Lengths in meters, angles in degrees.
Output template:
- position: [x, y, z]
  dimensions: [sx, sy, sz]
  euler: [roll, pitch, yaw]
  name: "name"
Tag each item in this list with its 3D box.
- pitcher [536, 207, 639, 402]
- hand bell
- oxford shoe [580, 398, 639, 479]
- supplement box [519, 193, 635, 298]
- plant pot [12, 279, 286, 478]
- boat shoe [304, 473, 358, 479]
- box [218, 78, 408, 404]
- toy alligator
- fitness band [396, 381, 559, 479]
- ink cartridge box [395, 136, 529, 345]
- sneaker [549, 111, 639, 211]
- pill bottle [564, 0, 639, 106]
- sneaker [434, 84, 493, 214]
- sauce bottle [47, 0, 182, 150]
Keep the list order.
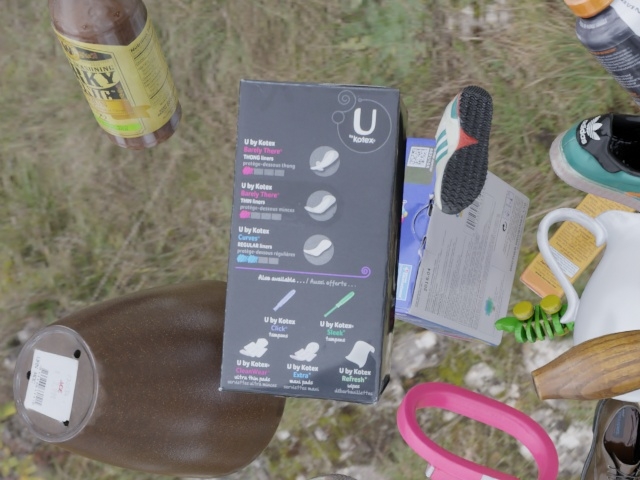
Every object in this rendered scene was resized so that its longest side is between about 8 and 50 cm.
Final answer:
- position: [0.320, 0.062, 1.175]
  dimensions: [0.178, 0.125, 0.207]
  euler: [7, 66, 13]
  name: "pitcher"
- position: [0.252, 0.059, 0.671]
  dimensions: [0.242, 0.126, 0.126]
  euler: [-15, 92, 6]
  name: "hand bell"
- position: [0.414, 0.330, 1.506]
  dimensions: [0.083, 0.096, 0.227]
  euler: [1, 90, 4]
  name: "oxford shoe"
- position: [0.423, -0.009, 1.716]
  dimensions: [0.080, 0.078, 0.233]
  euler: [38, 115, 11]
  name: "supplement box"
- position: [-0.185, 0.140, 1.069]
  dimensions: [0.215, 0.230, 0.215]
  euler: [-3, 83, 31]
  name: "plant pot"
- position: [-0.053, 0.255, 0.607]
  dimensions: [0.123, 0.116, 0.324]
  euler: [45, 127, 19]
  name: "boat shoe"
- position: [0.000, 0.000, 0.976]
  dimensions: [0.143, 0.165, 0.270]
  euler: [4, 91, 7]
  name: "box"
- position: [0.332, 0.109, 1.475]
  dimensions: [0.189, 0.051, 0.056]
  euler: [-15, 126, 21]
  name: "toy alligator"
- position: [0.266, 0.342, 1.813]
  dimensions: [0.291, 0.209, 0.054]
  euler: [22, 121, -3]
  name: "fitness band"
- position: [0.171, -0.002, 1.700]
  dimensions: [0.151, 0.395, 0.270]
  euler: [8, 82, 33]
  name: "ink cartridge box"
- position: [0.455, -0.093, 1.381]
  dimensions: [0.121, 0.302, 0.108]
  euler: [142, 137, -66]
  name: "sneaker"
- position: [0.448, -0.286, 1.504]
  dimensions: [0.130, 0.130, 0.245]
  euler: [-34, 122, 32]
  name: "pill bottle"
- position: [0.169, -0.107, 1.317]
  dimensions: [0.057, 0.075, 0.161]
  euler: [13, 81, -14]
  name: "sneaker"
- position: [-0.252, -0.246, 1.250]
  dimensions: [0.111, 0.111, 0.344]
  euler: [26, 155, 24]
  name: "sauce bottle"
